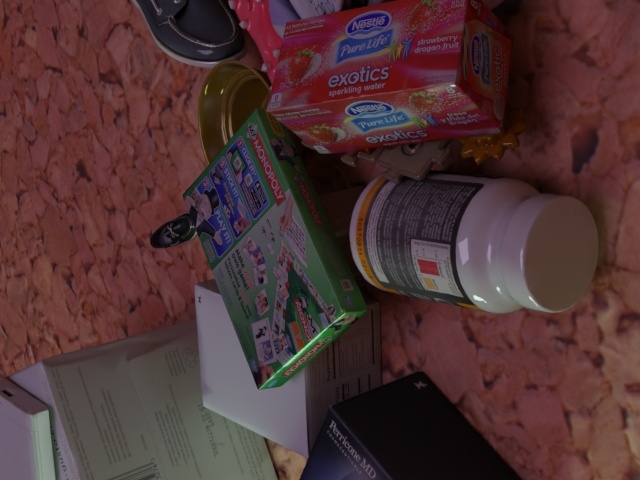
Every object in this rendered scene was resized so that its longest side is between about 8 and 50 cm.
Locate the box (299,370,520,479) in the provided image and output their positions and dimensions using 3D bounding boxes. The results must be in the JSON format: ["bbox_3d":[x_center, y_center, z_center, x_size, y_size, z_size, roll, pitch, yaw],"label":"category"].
[{"bbox_3d":[0.116,0.392,1.662,0.296,0.182,0.294,46,133,31],"label":"box"}]

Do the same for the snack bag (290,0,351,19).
[{"bbox_3d":[-0.058,-0.404,1.550,0.342,0.037,0.323,60,175,6],"label":"snack bag"}]

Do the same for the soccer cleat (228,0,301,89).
[{"bbox_3d":[-0.056,-0.305,1.721,0.083,0.095,0.248,-41,62,43],"label":"soccer cleat"}]

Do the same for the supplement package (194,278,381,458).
[{"bbox_3d":[-0.050,0.171,1.821,0.262,0.145,0.204,17,115,48],"label":"supplement package"}]

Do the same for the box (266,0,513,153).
[{"bbox_3d":[0.080,-0.192,1.434,0.257,0.122,0.128,-4,65,34],"label":"box"}]

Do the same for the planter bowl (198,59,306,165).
[{"bbox_3d":[-0.081,-0.160,1.789,0.217,0.090,0.217,24,122,46],"label":"planter bowl"}]

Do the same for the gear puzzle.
[{"bbox_3d":[0.107,-0.159,1.506,0.339,0.175,0.044,26,165,44],"label":"gear puzzle"}]

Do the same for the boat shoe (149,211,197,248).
[{"bbox_3d":[-0.249,-0.015,2.095,0.125,0.038,0.046,-22,85,53],"label":"boat shoe"}]

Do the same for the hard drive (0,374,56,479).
[{"bbox_3d":[-0.478,0.380,1.963,0.203,0.040,0.308,19,117,48],"label":"hard drive"}]

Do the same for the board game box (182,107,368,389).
[{"bbox_3d":[-0.070,0.012,1.668,0.213,0.046,0.317,-44,60,40],"label":"board game box"}]

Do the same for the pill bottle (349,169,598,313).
[{"bbox_3d":[0.178,0.001,1.461,0.278,0.162,0.162,11,110,50],"label":"pill bottle"}]

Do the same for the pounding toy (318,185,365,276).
[{"bbox_3d":[0.000,0.000,1.711,0.100,0.130,0.141,49,136,30],"label":"pounding toy"}]

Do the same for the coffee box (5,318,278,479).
[{"bbox_3d":[-0.330,0.346,2.076,0.334,0.338,0.338,-25,82,53],"label":"coffee box"}]

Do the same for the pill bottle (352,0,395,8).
[{"bbox_3d":[0.057,-0.367,1.522,0.208,0.119,0.119,55,138,25],"label":"pill bottle"}]

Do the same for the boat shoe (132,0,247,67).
[{"bbox_3d":[-0.217,-0.371,1.856,0.319,0.116,0.099,49,157,36],"label":"boat shoe"}]
